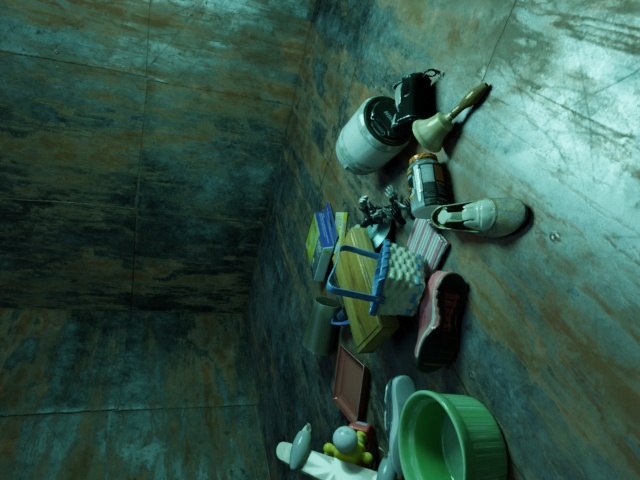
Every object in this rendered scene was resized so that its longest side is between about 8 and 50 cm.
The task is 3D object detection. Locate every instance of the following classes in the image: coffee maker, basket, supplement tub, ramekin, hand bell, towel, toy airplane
[{"bbox_3d":[0.316,-0.464,1.536,0.171,0.120,0.179,137,141,-65],"label":"coffee maker"},{"bbox_3d":[0.177,0.116,1.437,0.255,0.288,0.201,-65,-9,-56],"label":"basket"},{"bbox_3d":[0.337,-0.173,1.442,0.117,0.116,0.191,135,136,-60],"label":"supplement tub"},{"bbox_3d":[0.344,0.552,1.200,0.303,0.148,0.304,-175,90,-69],"label":"ramekin"},{"bbox_3d":[0.405,-0.387,1.370,0.242,0.126,0.126,-40,47,46],"label":"hand bell"},{"bbox_3d":[0.349,0.012,1.498,0.197,0.029,0.144,-113,31,-52],"label":"towel"},{"bbox_3d":[0.010,0.397,2.152,0.204,0.154,0.227,-140,61,-66],"label":"basket"},{"bbox_3d":[0.071,0.769,1.548,0.384,0.385,0.273,-138,43,-64],"label":"toy airplane"}]

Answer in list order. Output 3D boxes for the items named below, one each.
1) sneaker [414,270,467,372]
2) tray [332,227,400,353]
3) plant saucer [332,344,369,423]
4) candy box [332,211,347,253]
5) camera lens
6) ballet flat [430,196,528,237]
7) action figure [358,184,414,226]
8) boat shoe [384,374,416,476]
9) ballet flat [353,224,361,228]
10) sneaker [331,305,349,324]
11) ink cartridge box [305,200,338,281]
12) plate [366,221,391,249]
[{"bbox_3d":[0.348,0.238,1.364,0.136,0.115,0.314,-142,66,-78],"label":"sneaker"},{"bbox_3d":[0.151,0.176,1.659,0.203,0.076,0.411,120,144,-46],"label":"tray"},{"bbox_3d":[0.132,0.601,1.912,0.258,0.047,0.260,-159,75,-69],"label":"plant saucer"},{"bbox_3d":[0.092,-0.033,2.199,0.105,0.027,0.206,-164,80,-73],"label":"candy box"},{"bbox_3d":[0.199,-0.391,1.718,0.274,0.219,0.220,142,130,-63],"label":"camera lens"},{"bbox_3d":[0.408,-0.061,1.234,0.316,0.106,0.108,173,102,-69],"label":"ballet flat"},{"bbox_3d":[0.230,-0.122,1.669,0.275,0.164,0.141,7,123,63],"label":"action figure"},{"bbox_3d":[0.256,0.601,1.492,0.102,0.108,0.302,136,137,-61],"label":"boat shoe"},{"bbox_3d":[0.137,0.047,1.981,0.086,0.086,0.249,147,125,-65],"label":"ballet flat"},{"bbox_3d":[0.119,0.322,1.979,0.232,0.081,0.091,-23,61,60],"label":"sneaker"},{"bbox_3d":[0.000,0.000,2.350,0.304,0.072,0.308,-103,21,-51],"label":"ink cartridge box"},{"bbox_3d":[0.200,-0.020,1.773,0.188,0.024,0.188,-46,18,20],"label":"plate"}]
